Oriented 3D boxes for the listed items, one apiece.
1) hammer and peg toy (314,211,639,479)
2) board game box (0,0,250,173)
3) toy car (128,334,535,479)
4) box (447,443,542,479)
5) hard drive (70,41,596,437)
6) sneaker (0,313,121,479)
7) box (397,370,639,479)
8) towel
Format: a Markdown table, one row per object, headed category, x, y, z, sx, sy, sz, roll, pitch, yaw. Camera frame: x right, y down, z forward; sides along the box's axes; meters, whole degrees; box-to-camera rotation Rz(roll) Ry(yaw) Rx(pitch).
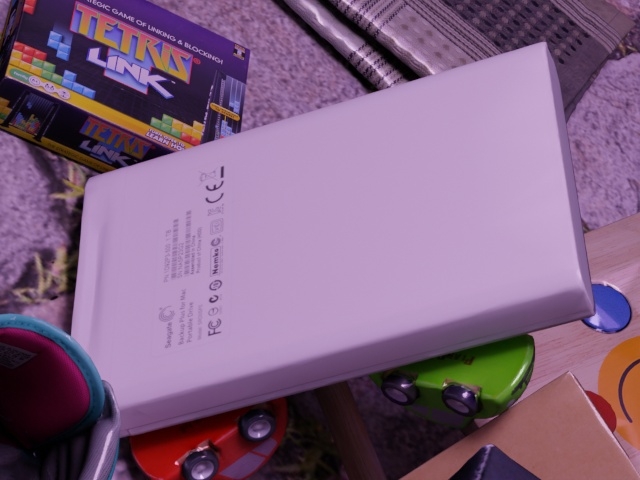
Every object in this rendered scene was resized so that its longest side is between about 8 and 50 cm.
| category | x | y | z | sx | sy | sz | roll | pitch | yaw |
| --- | --- | --- | --- | --- | --- | --- | --- | --- | --- |
| hammer and peg toy | 0.166 | 0.114 | 1.190 | 0.361 | 0.127 | 0.266 | -19 | 62 | -25 |
| board game box | -0.135 | -0.108 | 1.314 | 0.170 | 0.048 | 0.141 | 23 | 42 | -19 |
| toy car | 0.028 | 0.071 | 1.134 | 0.239 | 0.225 | 0.053 | -60 | 140 | -27 |
| box | 0.123 | 0.433 | 0.801 | 0.471 | 0.297 | 0.480 | 36 | 38 | -7 |
| hard drive | 0.000 | 0.000 | 1.144 | 0.203 | 0.307 | 0.040 | -91 | 160 | -44 |
| sneaker | -0.188 | 0.077 | 0.986 | 0.123 | 0.178 | 0.295 | 10 | 47 | -31 |
| box | 0.101 | 0.193 | 1.073 | 0.164 | 0.201 | 0.021 | 57 | 0 | 14 |
| towel | 0.093 | -0.211 | 1.606 | 0.324 | 0.056 | 0.312 | 40 | 35 | 4 |
